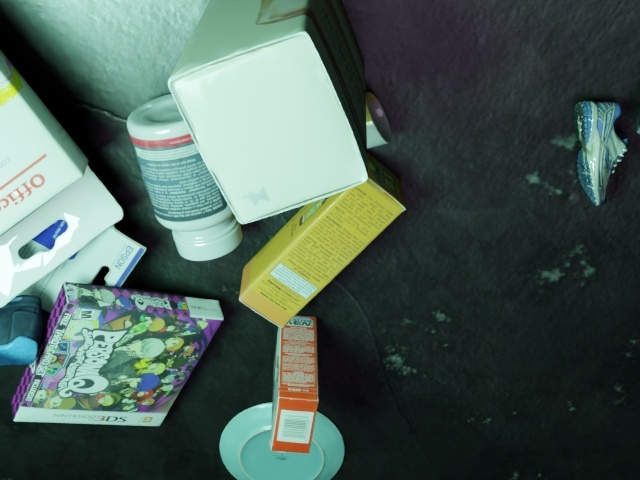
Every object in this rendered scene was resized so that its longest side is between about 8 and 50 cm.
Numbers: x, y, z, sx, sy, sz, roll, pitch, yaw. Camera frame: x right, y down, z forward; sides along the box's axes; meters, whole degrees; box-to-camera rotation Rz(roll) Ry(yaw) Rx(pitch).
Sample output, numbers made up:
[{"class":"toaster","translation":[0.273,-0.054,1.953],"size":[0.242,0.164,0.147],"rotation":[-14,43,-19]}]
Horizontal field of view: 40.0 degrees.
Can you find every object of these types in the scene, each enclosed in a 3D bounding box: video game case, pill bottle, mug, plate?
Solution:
[{"class":"video game case","translation":[-0.268,0.157,1.151],"size":[0.210,0.042,0.232],"rotation":[10,127,-33]},{"class":"pill bottle","translation":[-0.150,-0.072,1.022],"size":[0.108,0.108,0.180],"rotation":[-8,120,6]},{"class":"mug","translation":[0.038,-0.137,1.014],"size":[0.064,0.062,0.078],"rotation":[-21,86,23]},{"class":"plate","translation":[-0.058,0.318,1.305],"size":[0.188,0.024,0.188],"rotation":[1,122,2]}]

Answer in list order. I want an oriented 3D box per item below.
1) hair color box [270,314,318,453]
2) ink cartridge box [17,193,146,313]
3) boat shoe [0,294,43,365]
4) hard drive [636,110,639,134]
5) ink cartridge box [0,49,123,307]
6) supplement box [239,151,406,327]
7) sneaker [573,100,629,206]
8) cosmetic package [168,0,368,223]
[{"class":"hair color box","translation":[-0.034,0.182,1.138],"size":[0.053,0.167,0.093],"rotation":[6,121,-4]},{"class":"ink cartridge box","translation":[-0.389,-0.030,1.077],"size":[0.332,0.065,0.165],"rotation":[32,116,-16]},{"class":"boat shoe","translation":[-0.436,0.111,1.133],"size":[0.258,0.089,0.109],"rotation":[-1,157,31]},{"class":"hard drive","translation":[0.502,-0.153,0.992],"size":[0.254,0.054,0.172],"rotation":[18,120,-10]},{"class":"ink cartridge box","translation":[-0.394,-0.099,0.938],"size":[0.207,0.119,0.353],"rotation":[-38,106,-3]},{"class":"supplement box","translation":[0.000,0.000,1.081],"size":[0.080,0.078,0.233],"rotation":[35,116,-18]},{"class":"sneaker","translation":[0.335,-0.101,1.030],"size":[0.058,0.052,0.135],"rotation":[-12,121,3]},{"class":"cosmetic package","translation":[-0.036,-0.163,0.854],"size":[0.129,0.296,0.153],"rotation":[-17,120,13]}]
